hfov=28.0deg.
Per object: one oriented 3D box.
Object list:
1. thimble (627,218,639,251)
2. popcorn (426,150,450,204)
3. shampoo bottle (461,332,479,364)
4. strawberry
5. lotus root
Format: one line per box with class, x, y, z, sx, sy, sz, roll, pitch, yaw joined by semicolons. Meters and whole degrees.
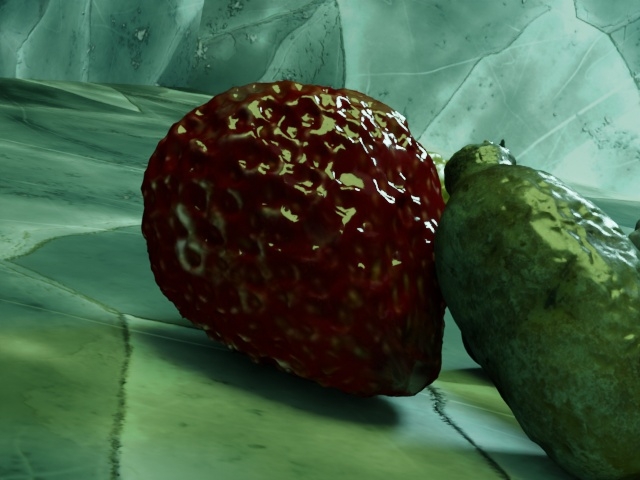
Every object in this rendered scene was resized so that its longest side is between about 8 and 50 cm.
thimble;0.458;0.077;1.492;0.236;0.172;0.205;16;8;12
popcorn;0.140;-0.028;1.693;0.187;0.185;0.167;13;24;-49
shampoo bottle;0.267;0.097;1.235;0.101;0.101;0.284;3;4;-40
strawberry;-0.002;-0.013;1.190;0.310;0.291;0.292;12;8;43
lotus root;0.195;0.059;1.068;0.175;0.175;0.349;-2;52;-51
